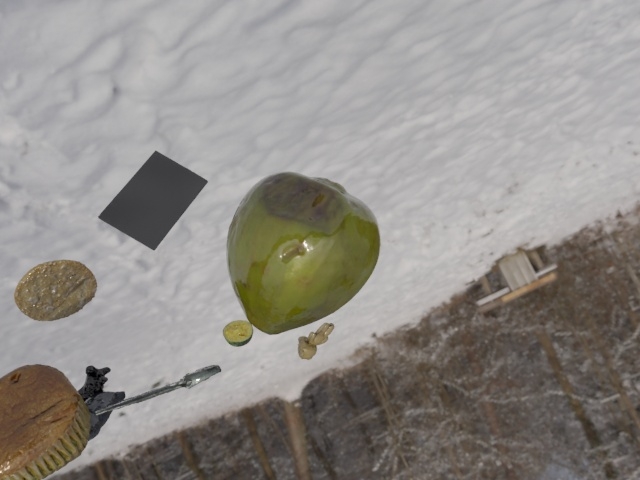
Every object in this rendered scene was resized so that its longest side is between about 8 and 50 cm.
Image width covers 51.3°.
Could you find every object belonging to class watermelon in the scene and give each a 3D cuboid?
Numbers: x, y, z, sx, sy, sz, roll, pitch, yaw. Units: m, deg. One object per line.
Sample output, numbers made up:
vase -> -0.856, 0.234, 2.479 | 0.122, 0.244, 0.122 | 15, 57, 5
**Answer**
watermelon -> -0.280, 0.324, 2.278 | 0.106, 0.105, 0.062 | -23, 137, -25

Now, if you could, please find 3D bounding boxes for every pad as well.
pad -> -0.509, -0.128, 2.049 | 0.299, 0.202, 0.005 | -59, 178, -30

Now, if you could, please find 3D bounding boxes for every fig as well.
fig -> -0.036, 0.028, 1.059 | 0.271, 0.240, 0.239 | -70, 164, 9

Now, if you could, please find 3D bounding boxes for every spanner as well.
spanner -> -0.316, 0.293, 1.281 | 0.326, 0.026, 0.093 | -24, 175, 25

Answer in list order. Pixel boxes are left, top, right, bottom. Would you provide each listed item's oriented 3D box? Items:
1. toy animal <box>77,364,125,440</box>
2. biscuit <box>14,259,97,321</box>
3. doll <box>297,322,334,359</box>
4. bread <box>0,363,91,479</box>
toy animal -> -0.539, 0.421, 1.627 | 0.117, 0.210, 0.121 | 21, 117, -29
biscuit -> -0.709, 0.135, 1.792 | 0.220, 0.033, 0.219 | -21, 138, -20
doll -> -0.008, 0.211, 1.388 | 0.093, 0.051, 0.061 | -31, 152, 22
bread -> -0.627, 0.397, 1.415 | 0.253, 0.227, 0.142 | -33, 150, -19
